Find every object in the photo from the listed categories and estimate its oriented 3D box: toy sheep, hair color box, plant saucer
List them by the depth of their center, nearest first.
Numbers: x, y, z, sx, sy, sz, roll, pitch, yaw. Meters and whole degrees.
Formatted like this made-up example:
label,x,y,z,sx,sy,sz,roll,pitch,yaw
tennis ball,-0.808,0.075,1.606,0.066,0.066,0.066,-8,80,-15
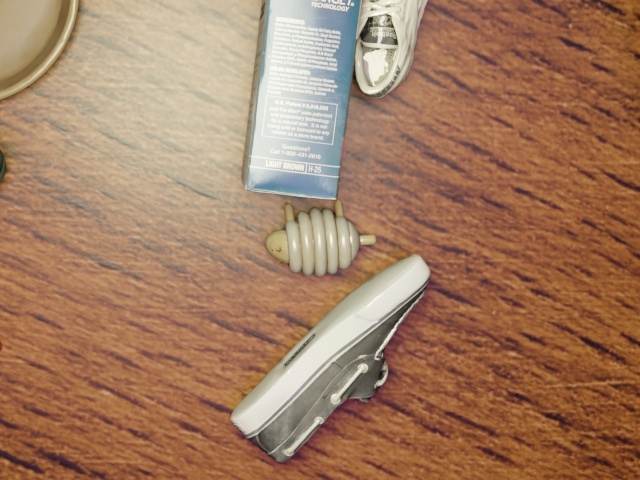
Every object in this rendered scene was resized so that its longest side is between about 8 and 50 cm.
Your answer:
label,x,y,z,sx,sy,sz,roll,pitch,yaw
hair color box,-0.017,-0.226,1.191,0.105,0.174,0.347,6,96,-7
plant saucer,-0.412,-0.291,1.214,0.278,0.041,0.278,-1,97,-6
toy sheep,0.000,0.000,1.263,0.132,0.091,0.091,-6,97,-1

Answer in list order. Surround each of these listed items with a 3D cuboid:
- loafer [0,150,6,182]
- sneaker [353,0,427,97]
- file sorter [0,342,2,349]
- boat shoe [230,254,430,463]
label,x,y,z,sx,sy,sz,roll,pitch,yaw
loafer,-0.482,-0.132,1.189,0.267,0.084,0.096,18,67,-7
sneaker,0.079,-0.279,1.208,0.090,0.095,0.235,7,108,14
file sorter,-0.536,0.078,1.170,0.290,0.182,0.202,-14,97,-4
boat shoe,0.032,0.145,1.271,0.301,0.108,0.102,-44,98,3
